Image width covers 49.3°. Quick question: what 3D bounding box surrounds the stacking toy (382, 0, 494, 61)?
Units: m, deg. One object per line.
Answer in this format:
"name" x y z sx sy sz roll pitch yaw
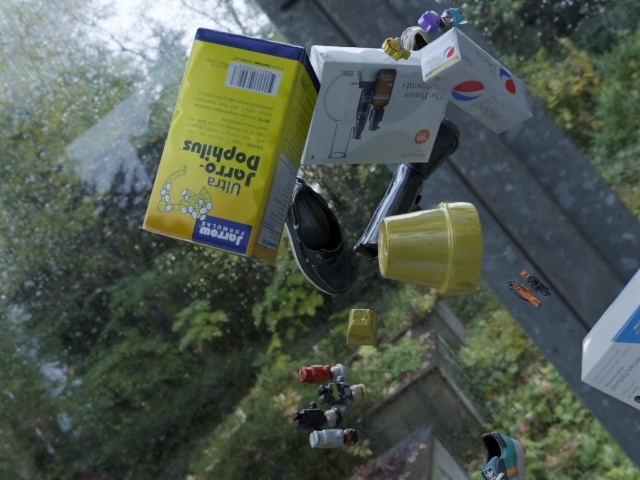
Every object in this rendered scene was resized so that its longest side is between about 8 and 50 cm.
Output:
"stacking toy" 0.244 -0.442 1.394 0.221 0.052 0.167 -18 -21 -40

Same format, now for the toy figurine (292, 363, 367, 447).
"toy figurine" 0.031 0.458 1.922 0.148 0.213 0.209 5 7 -25

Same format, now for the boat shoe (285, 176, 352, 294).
"boat shoe" 0.003 -0.003 1.694 0.127 0.340 0.113 -31 21 -24

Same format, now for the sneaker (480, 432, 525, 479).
"sneaker" 0.488 0.658 1.874 0.108 0.121 0.302 -49 25 36

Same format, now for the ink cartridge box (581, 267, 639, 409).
"ink cartridge box" 0.833 0.264 1.545 0.166 0.395 0.285 -55 -11 -55

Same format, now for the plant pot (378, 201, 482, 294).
"plant pot" 0.284 0.021 1.869 0.239 0.254 0.254 0 -10 -5

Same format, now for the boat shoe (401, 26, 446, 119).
"boat shoe" 0.310 -0.487 2.093 0.113 0.302 0.103 -20 18 4

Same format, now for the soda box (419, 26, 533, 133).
"soda box" 0.259 -0.257 1.145 0.216 0.069 0.074 23 -36 -40

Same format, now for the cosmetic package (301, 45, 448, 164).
"cosmetic package" 0.137 -0.339 1.785 0.377 0.097 0.284 -4 -49 -23

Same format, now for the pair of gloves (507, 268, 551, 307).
"pair of gloves" 0.403 0.093 1.346 0.083 0.074 0.010 -28 -29 -44

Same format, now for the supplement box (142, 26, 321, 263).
"supplement box" -0.146 -0.157 1.226 0.194 0.195 0.356 37 -113 -80

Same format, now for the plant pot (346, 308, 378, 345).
"plant pot" 0.112 0.226 1.866 0.083 0.082 0.081 82 -167 -52

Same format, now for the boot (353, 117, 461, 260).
"boot" 0.280 -0.160 2.307 0.445 0.146 0.367 -57 -4 -17
